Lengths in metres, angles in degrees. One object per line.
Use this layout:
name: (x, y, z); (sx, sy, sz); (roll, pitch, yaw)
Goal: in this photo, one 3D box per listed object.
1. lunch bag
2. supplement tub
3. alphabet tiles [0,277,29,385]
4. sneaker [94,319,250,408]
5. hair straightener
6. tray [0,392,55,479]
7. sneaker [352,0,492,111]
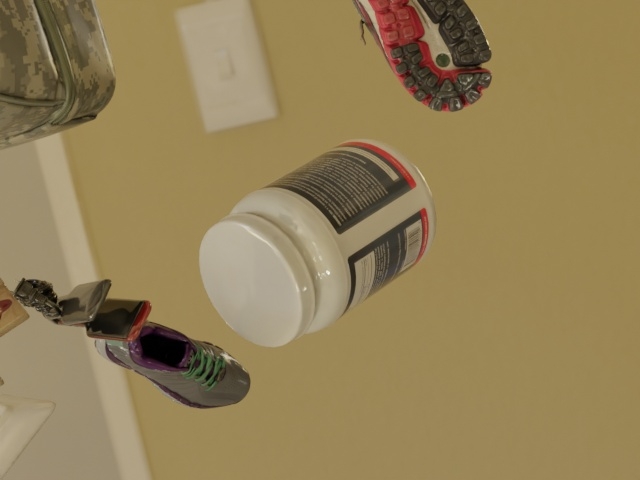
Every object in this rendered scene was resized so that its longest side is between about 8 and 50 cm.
lunch bag: (-0.369, -0.164, 1.195); (0.305, 0.212, 0.256); (-14, 7, 24)
supplement tub: (0.000, 0.000, 1.691); (0.191, 0.191, 0.272); (-4, 20, 45)
alphabet tiles: (-0.324, 0.088, 0.922); (0.237, 0.009, 0.198); (-35, 45, -16)
sneaker: (-0.158, 0.152, 1.594); (0.224, 0.083, 0.098); (26, -12, -36)
hair straightener: (-0.234, 0.047, 1.204); (0.089, 0.047, 0.230); (33, -12, -27)
tray: (-0.367, 0.243, 1.245); (0.145, 0.030, 0.270); (1, 47, 47)
sneaker: (0.064, -0.261, 1.323); (0.121, 0.299, 0.112); (-24, 8, -1)
